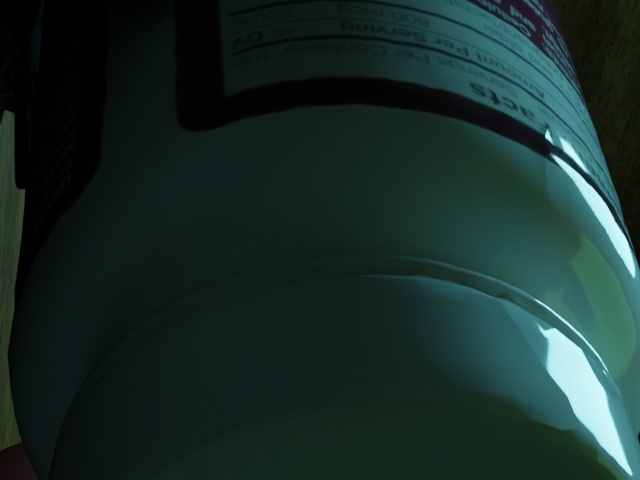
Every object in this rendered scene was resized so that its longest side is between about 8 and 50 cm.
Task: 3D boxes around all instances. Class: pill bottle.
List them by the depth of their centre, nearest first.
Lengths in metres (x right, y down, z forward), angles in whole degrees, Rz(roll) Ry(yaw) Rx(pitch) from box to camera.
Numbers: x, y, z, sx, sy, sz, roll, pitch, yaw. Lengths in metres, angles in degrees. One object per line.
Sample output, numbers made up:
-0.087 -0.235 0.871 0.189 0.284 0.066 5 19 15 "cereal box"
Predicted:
0.000 0.000 0.729 0.392 0.224 0.224 -96 -165 -53 "pill bottle"

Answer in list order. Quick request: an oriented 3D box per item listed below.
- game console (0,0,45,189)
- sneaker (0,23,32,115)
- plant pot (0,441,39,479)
-0.142 -0.137 0.953 0.361 0.044 0.213 104 -2 -60 "game console"
-0.136 -0.073 0.740 0.052 0.058 0.135 -85 -175 -65 "sneaker"
-0.109 0.220 0.786 0.243 0.275 0.274 10 91 -82 "plant pot"
